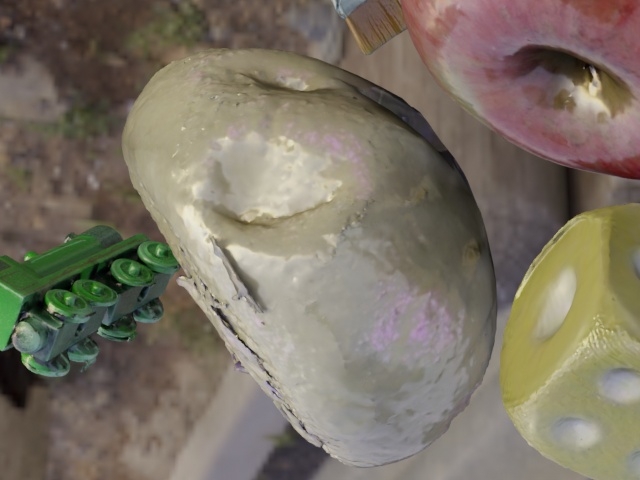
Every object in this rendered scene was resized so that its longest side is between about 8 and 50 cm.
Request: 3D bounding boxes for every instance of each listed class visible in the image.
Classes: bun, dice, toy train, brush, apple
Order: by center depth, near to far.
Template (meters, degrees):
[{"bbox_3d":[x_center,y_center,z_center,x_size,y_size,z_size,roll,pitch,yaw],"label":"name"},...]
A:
[{"bbox_3d":[0.003,0.004,1.055,0.168,0.273,0.273,-34,151,-6],"label":"bun"},{"bbox_3d":[0.232,-0.209,1.390,0.345,0.269,0.344,23,152,13],"label":"apple"},{"bbox_3d":[0.255,0.086,1.473,0.169,0.169,0.166,24,135,-15],"label":"dice"},{"bbox_3d":[-0.218,0.042,1.606,0.119,0.251,0.085,29,111,13],"label":"toy train"},{"bbox_3d":[0.001,-0.377,2.111,0.085,0.336,0.020,-34,-167,-17],"label":"brush"}]
